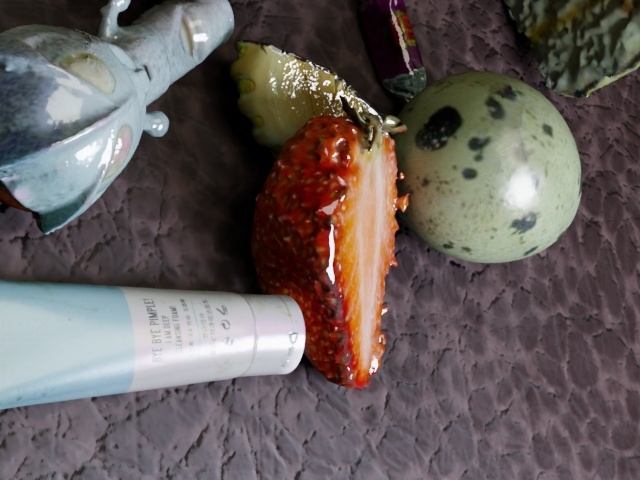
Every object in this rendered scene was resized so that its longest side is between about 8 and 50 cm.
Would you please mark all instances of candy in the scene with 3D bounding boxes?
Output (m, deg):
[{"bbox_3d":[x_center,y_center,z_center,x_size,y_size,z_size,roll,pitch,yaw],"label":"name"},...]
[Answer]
[{"bbox_3d":[0.069,-0.201,1.492,0.045,0.043,0.175,-16,89,-42],"label":"candy"}]

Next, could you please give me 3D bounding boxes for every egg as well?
[{"bbox_3d":[0.161,-0.064,1.432,0.228,0.177,0.177,28,56,-51],"label":"egg"}]

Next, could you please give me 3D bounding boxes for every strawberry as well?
[{"bbox_3d":[-0.003,-0.001,1.305,0.175,0.106,0.236,35,65,-62],"label":"strawberry"}]

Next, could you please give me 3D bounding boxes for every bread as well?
[{"bbox_3d":[-0.018,-0.113,1.352,0.157,0.083,0.094,15,84,-31],"label":"bread"},{"bbox_3d":[0.339,-0.362,1.661,0.264,0.239,0.395,-8,82,-44],"label":"bread"}]

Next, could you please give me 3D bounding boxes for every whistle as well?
[{"bbox_3d":[-0.178,-0.121,1.192,0.142,0.133,0.346,54,37,-8],"label":"whistle"}]

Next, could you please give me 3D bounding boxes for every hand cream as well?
[{"bbox_3d":[-0.159,0.081,1.177,0.312,0.070,0.111,2,74,-33],"label":"hand cream"}]
